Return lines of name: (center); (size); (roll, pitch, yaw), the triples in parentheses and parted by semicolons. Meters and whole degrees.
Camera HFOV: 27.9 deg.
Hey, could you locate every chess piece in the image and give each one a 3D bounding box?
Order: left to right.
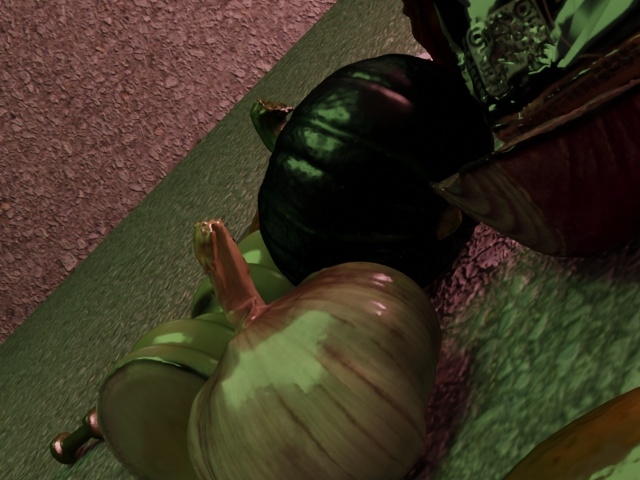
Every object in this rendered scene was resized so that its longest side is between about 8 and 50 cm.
chess piece: (-0.075, 0.103, 1.318); (0.182, 0.182, 0.330); (-39, 10, 35)

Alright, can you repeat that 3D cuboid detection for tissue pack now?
tissue pack: (0.256, -0.249, 1.109); (0.332, 0.123, 0.245); (-33, 60, 28)

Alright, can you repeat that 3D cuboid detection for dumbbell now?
dumbbell: (-0.354, 0.290, 1.912); (0.118, 0.046, 0.052); (-38, 11, 36)

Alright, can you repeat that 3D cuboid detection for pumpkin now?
pumpkin: (0.031, -0.067, 1.212); (0.248, 0.248, 0.248); (-45, 14, 14)

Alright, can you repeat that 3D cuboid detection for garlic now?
garlic: (-0.030, 0.087, 1.029); (0.245, 0.253, 0.245); (-36, 16, 12)

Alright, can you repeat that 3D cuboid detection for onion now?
onion: (0.223, -0.058, 0.959); (0.247, 0.111, 0.250); (-25, -1, -4)

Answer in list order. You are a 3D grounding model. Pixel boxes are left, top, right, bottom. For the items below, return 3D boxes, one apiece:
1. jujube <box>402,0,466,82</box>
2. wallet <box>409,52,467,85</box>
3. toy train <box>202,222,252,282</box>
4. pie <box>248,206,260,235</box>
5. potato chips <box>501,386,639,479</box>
jujube: (0.234, -0.336, 1.370); (0.376, 0.258, 0.258); (-46, 12, -11)
wallet: (0.120, -0.172, 1.556); (0.231, 0.069, 0.170); (7, 40, 45)
toy train: (-0.092, 0.000, 1.899); (0.209, 0.042, 0.044); (-51, -8, -14)
pie: (0.000, -0.069, 1.708); (0.315, 0.092, 0.315); (-46, 15, 16)
potato chips: (0.154, 0.139, 0.723); (0.202, 0.049, 0.150); (-34, 24, 28)
